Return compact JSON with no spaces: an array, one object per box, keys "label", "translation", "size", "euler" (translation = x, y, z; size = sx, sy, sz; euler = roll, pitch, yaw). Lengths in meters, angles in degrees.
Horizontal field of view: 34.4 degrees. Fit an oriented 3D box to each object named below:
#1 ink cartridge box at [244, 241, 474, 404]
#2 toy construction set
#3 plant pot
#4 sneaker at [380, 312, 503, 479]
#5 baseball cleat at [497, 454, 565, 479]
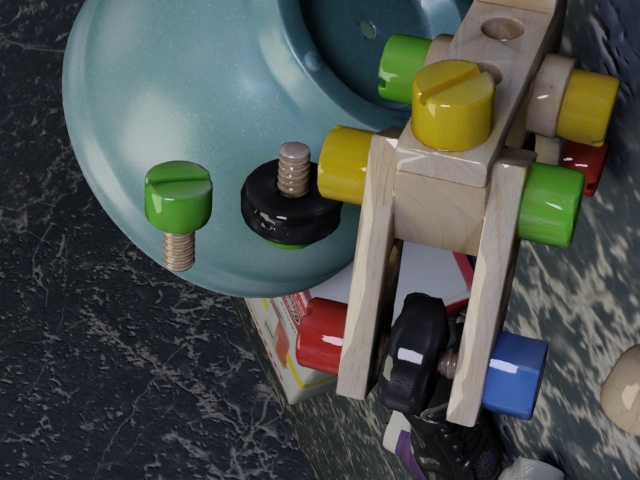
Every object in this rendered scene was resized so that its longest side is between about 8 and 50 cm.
[{"label":"ink cartridge box","translation":[0.000,0.000,1.093],"size":[0.385,0.160,0.279],"euler":[110,137,-73]},{"label":"toy construction set","translation":[0.107,-0.052,0.476],"size":[0.309,0.257,0.237],"euler":[36,138,31]},{"label":"plant pot","translation":[-0.010,-0.123,0.744],"size":[0.196,0.293,0.293],"euler":[-26,85,51]},{"label":"sneaker","translation":[0.136,0.174,1.000],"size":[0.124,0.107,0.283],"euler":[47,163,25]},{"label":"baseball cleat","translation":[0.162,0.240,0.850],"size":[0.206,0.072,0.109],"euler":[-78,11,-79]}]
